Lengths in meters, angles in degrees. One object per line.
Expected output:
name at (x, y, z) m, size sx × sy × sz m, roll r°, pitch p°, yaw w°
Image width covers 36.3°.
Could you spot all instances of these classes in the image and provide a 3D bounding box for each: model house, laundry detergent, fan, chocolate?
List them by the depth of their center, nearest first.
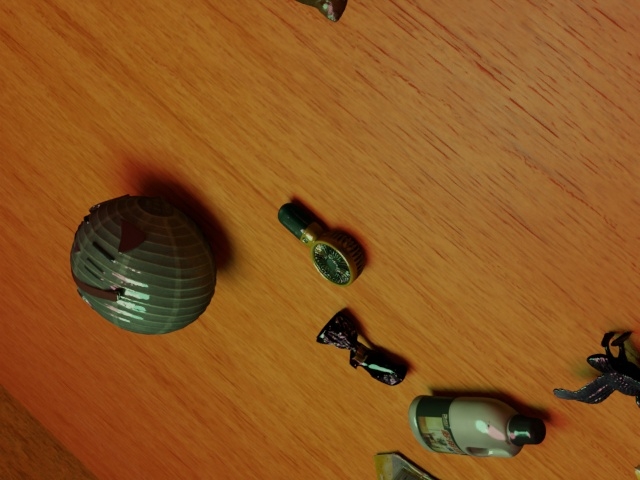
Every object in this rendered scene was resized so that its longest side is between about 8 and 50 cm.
laundry detergent at (0.232, 0.272, 1.420) m, size 0.226 × 0.070 × 0.099 m, roll -9°, pitch 109°, yaw 51°
fan at (0.000, 0.000, 1.423) m, size 0.155 × 0.039 × 0.082 m, roll 42°, pitch 147°, yaw 10°
chocolate at (0.064, 0.178, 1.519) m, size 0.147 × 0.070 × 0.072 m, roll 45°, pitch 175°, yaw 5°
model house at (0.143, 0.502, 1.700) m, size 0.207 × 0.136 × 0.219 m, roll 26°, pitch 142°, yaw 26°

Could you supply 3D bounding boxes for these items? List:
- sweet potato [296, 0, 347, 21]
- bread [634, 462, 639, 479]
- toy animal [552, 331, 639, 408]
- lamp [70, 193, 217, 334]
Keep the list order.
sweet potato at (-0.072, -0.420, 0.993) m, size 0.130 × 0.130 × 0.422 m, roll -7°, pitch 114°, yaw 52°
bread at (0.481, 0.347, 1.215) m, size 0.125 × 0.068 × 0.188 m, roll 0°, pitch 125°, yaw 49°
toy animal at (0.362, 0.163, 1.163) m, size 0.220 × 0.062 × 0.108 m, roll -12°, pitch 115°, yaw 46°
lamp at (-0.296, 0.034, 1.631) m, size 0.265 × 0.233 × 0.233 m, roll 37°, pitch 149°, yaw 45°
